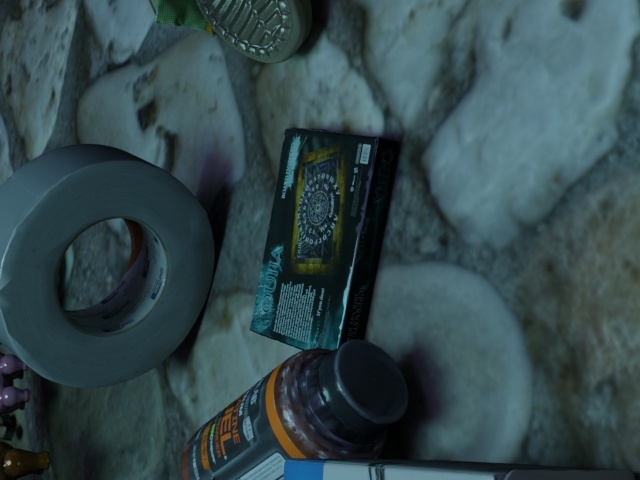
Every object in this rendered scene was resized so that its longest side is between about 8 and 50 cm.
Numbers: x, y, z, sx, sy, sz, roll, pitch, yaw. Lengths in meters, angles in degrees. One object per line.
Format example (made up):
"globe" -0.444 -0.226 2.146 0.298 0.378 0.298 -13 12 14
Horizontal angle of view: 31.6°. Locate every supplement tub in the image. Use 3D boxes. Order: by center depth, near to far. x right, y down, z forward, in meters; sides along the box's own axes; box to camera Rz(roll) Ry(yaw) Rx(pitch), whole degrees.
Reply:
"supplement tub" -0.019 0.153 0.895 0.198 0.106 0.106 -41 54 37

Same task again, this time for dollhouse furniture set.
"dollhouse furniture set" -0.141 -0.278 1.141 0.058 0.076 0.151 -51 47 32

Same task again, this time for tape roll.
"tape roll" -0.209 0.024 1.054 0.072 0.219 0.219 25 102 48

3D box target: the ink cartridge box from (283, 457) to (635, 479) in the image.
"ink cartridge box" 0.086 0.183 0.734 0.191 0.140 0.082 -7 77 49

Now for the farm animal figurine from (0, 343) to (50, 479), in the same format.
"farm animal figurine" -0.416 0.285 1.255 0.330 0.172 0.326 -152 66 -64

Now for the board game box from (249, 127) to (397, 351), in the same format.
"board game box" 0.000 0.000 0.960 0.126 0.026 0.186 14 94 50

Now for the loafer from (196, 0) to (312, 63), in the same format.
"loafer" -0.080 -0.277 1.062 0.102 0.092 0.268 -48 66 36

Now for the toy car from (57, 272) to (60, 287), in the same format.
"toy car" -0.382 0.047 1.304 0.136 0.182 0.159 46 136 26
